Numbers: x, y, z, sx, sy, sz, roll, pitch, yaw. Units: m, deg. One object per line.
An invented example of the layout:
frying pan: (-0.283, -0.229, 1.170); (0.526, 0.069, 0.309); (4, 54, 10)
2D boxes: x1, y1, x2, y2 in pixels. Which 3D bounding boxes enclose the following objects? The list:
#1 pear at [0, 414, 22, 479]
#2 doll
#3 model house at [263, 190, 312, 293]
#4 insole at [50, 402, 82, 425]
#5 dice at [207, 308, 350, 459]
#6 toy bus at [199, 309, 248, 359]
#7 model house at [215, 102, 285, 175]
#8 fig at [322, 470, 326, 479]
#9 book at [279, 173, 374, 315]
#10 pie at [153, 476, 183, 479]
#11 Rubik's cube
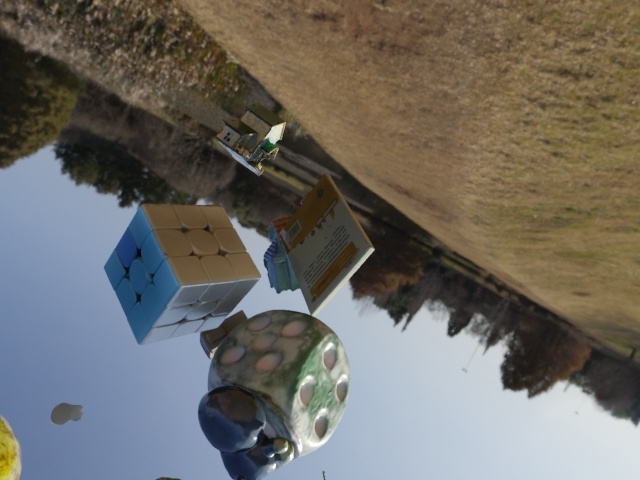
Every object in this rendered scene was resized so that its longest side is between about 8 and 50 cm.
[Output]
pear: (-0.756, 0.465, 1.016); (0.284, 0.283, 0.283); (26, -177, -1)
doll: (-0.198, 0.466, 1.216); (0.228, 0.258, 0.154); (-12, -166, 34)
model house: (-0.073, -0.019, 1.805); (0.295, 0.329, 0.252); (-15, -160, -17)
insole: (-0.756, 0.518, 1.492); (0.004, 0.064, 0.188); (-3, 163, 0)
dice: (-0.125, 0.441, 1.548); (0.330, 0.348, 0.328); (1, 124, 33)
toy bus: (-0.332, 0.330, 1.754); (0.091, 0.182, 0.103); (54, 159, 22)
model house: (-0.225, -0.369, 1.771); (0.178, 0.206, 0.271); (35, 177, 13)
fig: (0.040, 0.852, 1.631); (0.093, 0.166, 0.093); (10, 152, 5)
book: (0.000, 0.000, 1.144); (0.020, 0.208, 0.295); (25, -154, -35)
pie: (-0.522, 0.985, 1.749); (0.302, 0.302, 0.067); (28, 176, 23)
Rubik's cube: (-0.407, 0.089, 1.467); (0.291, 0.290, 0.291); (-5, -125, -50)
